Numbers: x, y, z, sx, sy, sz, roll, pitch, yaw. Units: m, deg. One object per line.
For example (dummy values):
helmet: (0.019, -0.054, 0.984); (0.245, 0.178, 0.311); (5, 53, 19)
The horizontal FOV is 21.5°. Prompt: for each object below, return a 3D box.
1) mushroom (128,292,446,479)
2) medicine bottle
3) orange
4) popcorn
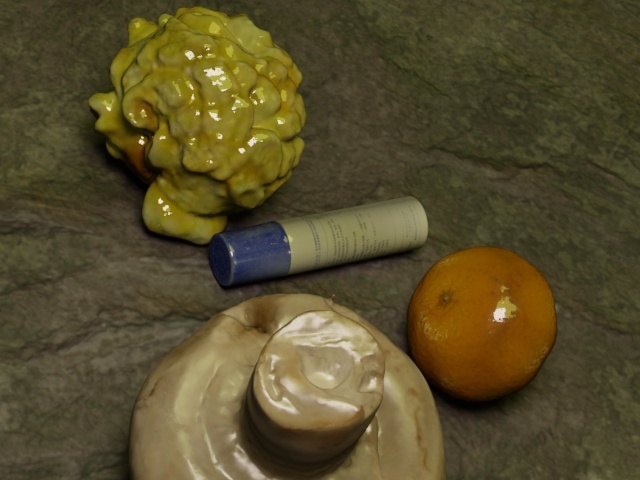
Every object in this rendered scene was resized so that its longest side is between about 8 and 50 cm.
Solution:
mushroom: (-0.012, 0.153, 1.449); (0.292, 0.290, 0.293); (8, 54, -12)
medicine bottle: (0.000, 0.000, 1.734); (0.230, 0.059, 0.059); (-11, 56, -27)
orange: (0.164, 0.085, 1.671); (0.136, 0.159, 0.159); (34, 37, -39)
popcorn: (-0.129, -0.124, 1.710); (0.235, 0.217, 0.181); (35, 22, 18)
